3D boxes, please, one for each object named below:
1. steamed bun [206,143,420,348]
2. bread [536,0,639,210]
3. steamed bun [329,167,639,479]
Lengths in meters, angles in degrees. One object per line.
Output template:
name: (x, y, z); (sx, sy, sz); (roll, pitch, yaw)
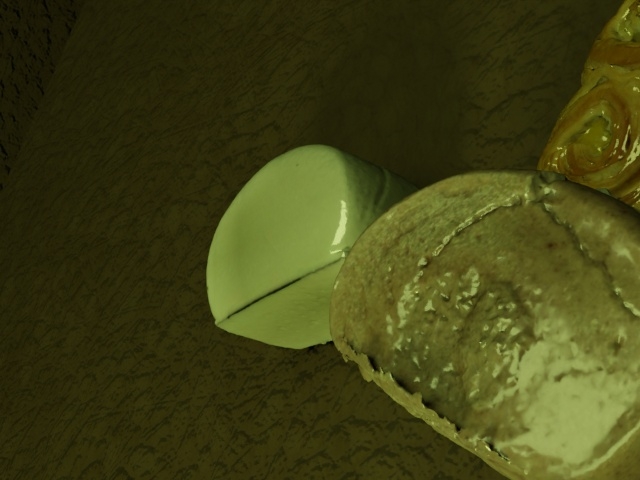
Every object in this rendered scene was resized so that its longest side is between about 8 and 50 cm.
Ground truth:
steamed bun: (0.000, 0.000, 1.168); (0.242, 0.146, 0.164); (-30, 49, 42)
bread: (0.279, -0.099, 0.883); (0.198, 0.120, 0.236); (29, 92, 58)
steamed bun: (0.171, 0.062, 0.801); (0.301, 0.251, 0.199); (28, 92, 48)
